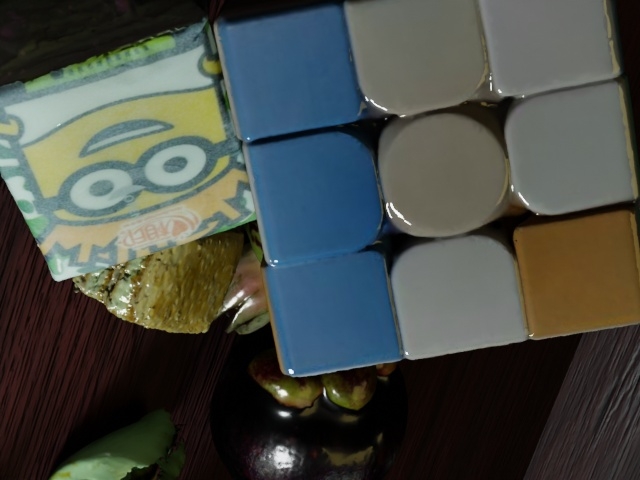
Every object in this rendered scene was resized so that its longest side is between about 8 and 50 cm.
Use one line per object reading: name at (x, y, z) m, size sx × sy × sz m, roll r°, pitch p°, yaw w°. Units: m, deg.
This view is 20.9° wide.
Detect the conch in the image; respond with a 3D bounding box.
conch at (-0.222, 0.278, 2.057) m, size 0.250 × 0.137 × 0.143 m, roll -40°, pitch 147°, yaw -42°

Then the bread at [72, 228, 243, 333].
bread at (-0.176, 0.025, 1.939) m, size 0.196 × 0.102 × 0.138 m, roll 20°, pitch 94°, yaw -65°

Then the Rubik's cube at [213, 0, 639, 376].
Rubik's cube at (0.104, -0.103, 1.646) m, size 0.346 × 0.347 × 0.344 m, roll -92°, pitch 171°, yaw -74°

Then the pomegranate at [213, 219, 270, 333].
pomegranate at (0.000, 0.000, 2.134) m, size 0.340 × 0.285 × 0.285 m, roll -38°, pitch 166°, yaw 23°

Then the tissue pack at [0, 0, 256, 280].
tissue pack at (-0.190, -0.111, 1.627) m, size 0.228 × 0.128 × 0.311 m, roll -18°, pitch 145°, yaw -3°

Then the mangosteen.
mangosteen at (-0.004, 0.205, 2.273) m, size 0.275 × 0.275 × 0.302 m, roll -38°, pitch 157°, yaw -44°
